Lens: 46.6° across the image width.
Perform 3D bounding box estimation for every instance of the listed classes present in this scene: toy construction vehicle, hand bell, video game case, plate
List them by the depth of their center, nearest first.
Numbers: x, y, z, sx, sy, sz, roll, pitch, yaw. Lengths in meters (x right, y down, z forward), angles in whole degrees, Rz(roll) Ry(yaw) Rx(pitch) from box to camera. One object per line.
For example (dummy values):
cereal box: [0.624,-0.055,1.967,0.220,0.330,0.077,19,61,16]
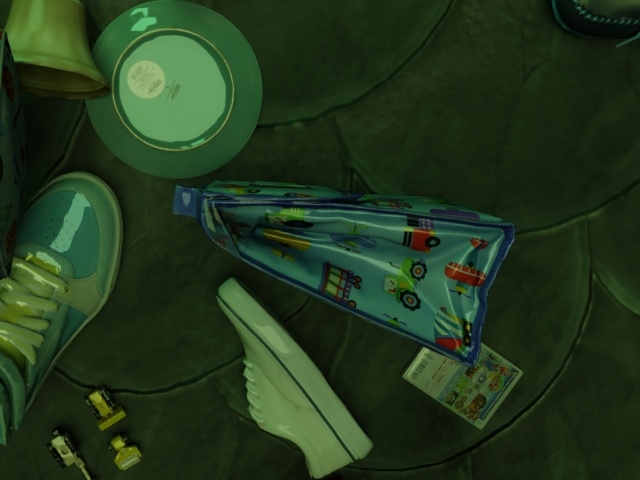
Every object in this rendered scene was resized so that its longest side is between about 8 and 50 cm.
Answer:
hand bell: [-0.259,-0.271,0.725,0.126,0.126,0.242,4,86,-8]
plate: [-0.154,-0.157,0.781,0.188,0.024,0.188,-1,100,-7]
toy construction vehicle: [-0.252,0.220,0.828,0.086,0.035,0.098,-34,104,-12]
video game case: [0.168,0.157,0.879,0.122,0.011,0.087,35,93,-11]

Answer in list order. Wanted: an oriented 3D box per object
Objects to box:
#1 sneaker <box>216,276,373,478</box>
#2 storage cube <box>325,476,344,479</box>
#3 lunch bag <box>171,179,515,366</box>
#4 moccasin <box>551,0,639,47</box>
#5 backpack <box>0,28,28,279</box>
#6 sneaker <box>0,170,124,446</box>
sneaker: [-0.044,0.159,0.809,0.091,0.094,0.258,-37,102,-5]
storage cube: [-0.032,0.401,0.805,0.193,0.183,0.215,-14,100,-5]
lunch bag: [0.000,0.000,0.725,0.293,0.221,0.138,14,97,-10]
moccasin: [0.420,-0.299,0.783,0.342,0.117,0.137,-15,101,-5]
backpack: [-0.352,-0.050,0.606,0.213,0.276,0.263,5,60,-7]
sneaker: [-0.294,0.086,0.708,0.127,0.208,0.319,26,94,-9]
